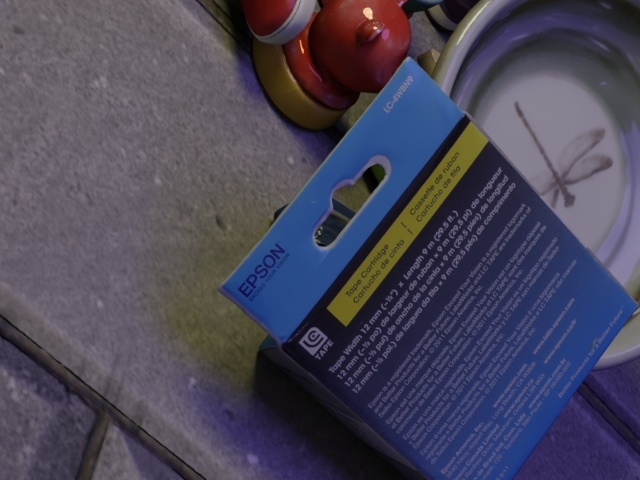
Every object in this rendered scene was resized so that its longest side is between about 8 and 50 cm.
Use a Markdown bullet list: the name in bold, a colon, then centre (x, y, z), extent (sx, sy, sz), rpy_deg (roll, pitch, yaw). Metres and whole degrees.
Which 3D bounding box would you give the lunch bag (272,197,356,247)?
- **lunch bag**: centre (0.000, 0.000, 1.446), extent (0.098, 0.067, 0.065), rpy_deg (34, 45, -37)

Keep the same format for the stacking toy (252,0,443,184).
- **stacking toy**: centre (0.096, -0.194, 1.618), extent (0.279, 0.130, 0.309), rpy_deg (45, 40, -23)

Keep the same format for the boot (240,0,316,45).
- **boot**: centre (-0.093, -0.302, 1.482), extent (0.176, 0.088, 0.244), rpy_deg (24, 45, -45)

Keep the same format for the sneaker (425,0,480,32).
- **sneaker**: centre (0.146, -0.384, 1.797), extent (0.107, 0.124, 0.283), rpy_deg (-26, 91, -40)

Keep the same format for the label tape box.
- **label tape box**: centre (0.082, 0.042, 1.388), extent (0.348, 0.115, 0.249), rpy_deg (44, 78, -28)

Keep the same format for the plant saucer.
- **plant saucer**: centre (0.240, -0.072, 1.616), extent (0.401, 0.100, 0.400), rpy_deg (0, 90, -33)
